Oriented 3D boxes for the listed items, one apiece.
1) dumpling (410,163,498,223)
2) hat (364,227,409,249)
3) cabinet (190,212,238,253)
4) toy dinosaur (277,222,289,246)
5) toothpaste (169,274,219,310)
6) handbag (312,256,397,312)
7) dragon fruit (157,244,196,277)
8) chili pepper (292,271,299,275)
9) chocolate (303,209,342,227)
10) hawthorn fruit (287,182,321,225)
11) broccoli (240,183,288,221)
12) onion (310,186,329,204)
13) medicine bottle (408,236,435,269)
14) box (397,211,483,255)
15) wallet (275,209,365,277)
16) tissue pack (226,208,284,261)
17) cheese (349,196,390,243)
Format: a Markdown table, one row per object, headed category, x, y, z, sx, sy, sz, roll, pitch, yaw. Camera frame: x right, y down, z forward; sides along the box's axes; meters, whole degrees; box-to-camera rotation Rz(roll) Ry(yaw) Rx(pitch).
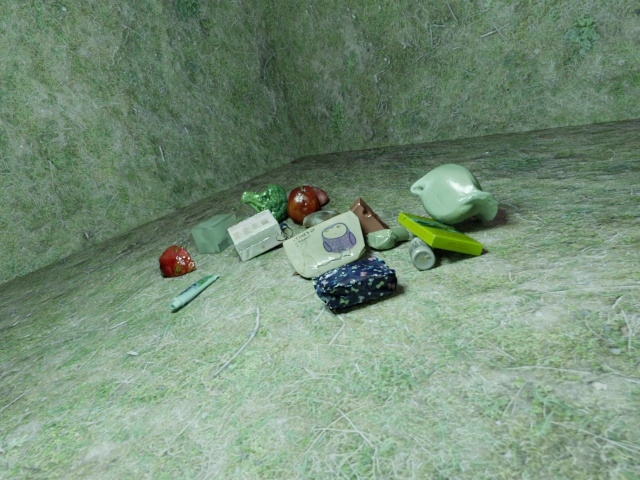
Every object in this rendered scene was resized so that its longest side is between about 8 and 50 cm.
| category | x | y | z | sx | sy | sz | roll | pitch | yaw |
| --- | --- | --- | --- | --- | --- | --- | --- | --- | --- |
| dumpling | 0.498 | -0.157 | 1.732 | 0.212 | 0.269 | 0.320 | -21 | 47 | -3 |
| hat | 0.266 | 0.000 | 1.778 | 0.166 | 0.081 | 0.122 | -3 | -22 | -8 |
| cabinet | -0.547 | -0.039 | 2.382 | 0.150 | 0.144 | 0.206 | -4 | 22 | 30 |
| toy dinosaur | -0.203 | -0.033 | 2.258 | 0.188 | 0.075 | 0.248 | 14 | 28 | 38 |
| toothpaste | -0.516 | 0.202 | 1.843 | 0.075 | 0.048 | 0.297 | -8 | 18 | 23 |
| handbag | 0.112 | 0.136 | 1.434 | 0.261 | 0.113 | 0.162 | -17 | 25 | -8 |
| dragon fruit | -0.683 | 0.106 | 2.129 | 0.161 | 0.120 | 0.127 | 7 | 35 | 39 |
| chili pepper | -0.028 | 0.104 | 1.755 | 0.178 | 0.027 | 0.045 | -17 | 20 | 3 |
| chocolate | 0.022 | -0.111 | 2.218 | 0.157 | 0.080 | 0.254 | -19 | 18 | -24 |
| hawthorn fruit | -0.092 | -0.196 | 2.366 | 0.190 | 0.251 | 0.189 | -6 | 47 | 6 |
| broccoli | -0.309 | -0.200 | 2.522 | 0.270 | 0.269 | 0.270 | 17 | 19 | -6 |
| onion | -0.100 | -0.240 | 2.639 | 0.284 | 0.120 | 0.227 | -27 | 18 | -30 |
| medicine bottle | 0.348 | 0.041 | 1.558 | 0.079 | 0.079 | 0.140 | -13 | 19 | 9 |
| box | 0.423 | -0.030 | 1.635 | 0.187 | 0.047 | 0.335 | 10 | 14 | -13 |
| wallet | 0.014 | 0.012 | 1.749 | 0.336 | 0.068 | 0.274 | -23 | 50 | -1 |
| tissue pack | -0.303 | -0.028 | 2.122 | 0.225 | 0.124 | 0.185 | -27 | 32 | -7 |
| cheese | 0.183 | -0.086 | 1.890 | 0.203 | 0.176 | 0.128 | -11 | 19 | 11 |
